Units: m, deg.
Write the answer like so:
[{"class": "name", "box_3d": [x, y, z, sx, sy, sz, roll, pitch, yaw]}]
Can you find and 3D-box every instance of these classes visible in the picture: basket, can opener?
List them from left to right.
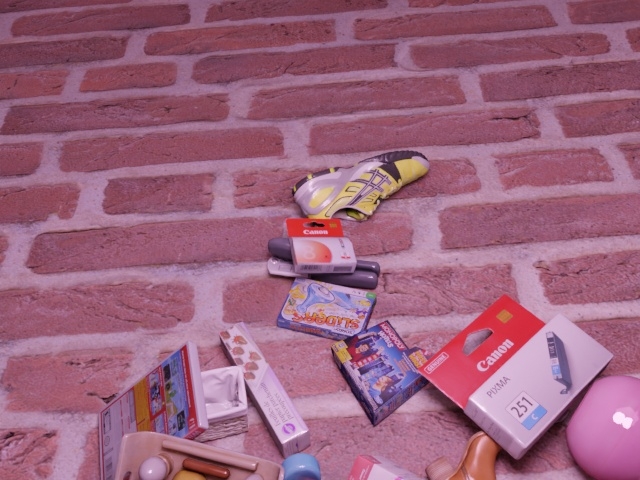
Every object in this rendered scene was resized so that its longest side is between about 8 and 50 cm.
[{"class": "basket", "box_3d": [-0.232, 0.344, 1.574, 0.167, 0.103, 0.113, -11, 46, -5]}, {"class": "can opener", "box_3d": [0.003, 0.061, 1.843, 0.281, 0.093, 0.074, 10, 47, 8]}]

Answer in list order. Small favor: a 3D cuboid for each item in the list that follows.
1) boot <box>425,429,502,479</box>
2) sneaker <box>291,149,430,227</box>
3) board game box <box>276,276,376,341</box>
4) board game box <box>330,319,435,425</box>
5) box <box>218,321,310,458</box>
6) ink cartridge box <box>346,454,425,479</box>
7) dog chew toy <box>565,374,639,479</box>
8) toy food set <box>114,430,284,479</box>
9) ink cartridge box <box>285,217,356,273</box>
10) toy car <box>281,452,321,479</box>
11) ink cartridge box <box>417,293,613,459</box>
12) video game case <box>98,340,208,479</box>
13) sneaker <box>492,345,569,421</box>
[{"class": "boot", "box_3d": [0.315, 0.454, 1.444, 0.197, 0.073, 0.152, -30, 49, -7]}, {"class": "sneaker", "box_3d": [0.120, -0.129, 2.005, 0.385, 0.145, 0.147, -19, 78, -16]}, {"class": "board game box", "box_3d": [0.016, 0.163, 1.774, 0.201, 0.035, 0.136, 11, 48, 15]}, {"class": "board game box", "box_3d": [0.152, 0.271, 1.640, 0.194, 0.060, 0.194, -21, 48, -16]}, {"class": "box", "box_3d": [-0.124, 0.311, 1.624, 0.063, 0.067, 0.324, -24, 48, -17]}, {"class": "ink cartridge box", "box_3d": [0.158, 0.465, 1.389, 0.198, 0.115, 0.067, 21, 85, 33]}, {"class": "dog chew toy", "box_3d": [0.626, 0.393, 1.394, 0.332, 0.206, 0.206, 31, 55, 20]}, {"class": "toy food set", "box_3d": [-0.224, 0.479, 1.347, 0.306, 0.092, 0.219, 10, 90, 15]}, {"class": "ink cartridge box", "box_3d": [0.000, 0.000, 1.820, 0.146, 0.045, 0.179, 0, 49, -14]}, {"class": "toy car", "box_3d": [0.050, 0.512, 1.331, 0.238, 0.210, 0.219, 2, 30, -11]}, {"class": "ink cartridge box", "box_3d": [0.388, 0.246, 1.526, 0.296, 0.066, 0.261, -35, 60, -27]}, {"class": "video game case", "box_3d": [-0.339, 0.355, 1.514, 0.285, 0.025, 0.204, -38, 43, 20]}, {"class": "sneaker", "box_3d": [0.418, 0.295, 1.578, 0.084, 0.083, 0.215, -35, 54, -28]}]
